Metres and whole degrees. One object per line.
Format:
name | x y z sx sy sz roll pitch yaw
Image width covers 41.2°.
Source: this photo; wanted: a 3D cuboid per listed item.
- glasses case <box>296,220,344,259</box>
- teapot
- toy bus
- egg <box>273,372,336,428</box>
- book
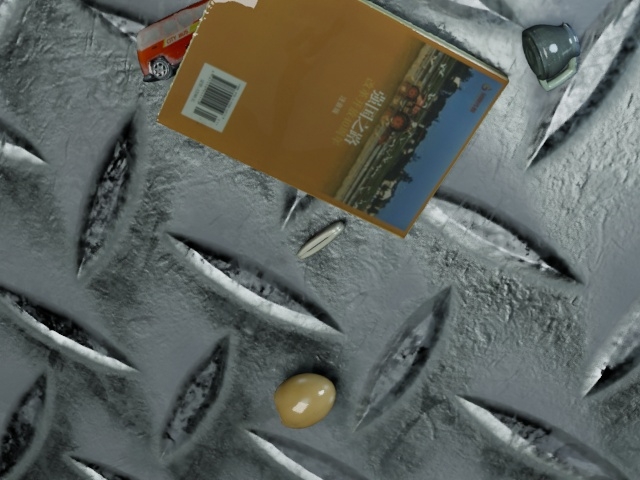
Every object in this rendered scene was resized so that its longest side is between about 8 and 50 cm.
glasses case | 0.000 0.000 1.204 0.083 0.032 0.021 -36 97 25
teapot | 0.281 -0.223 1.027 0.057 0.066 0.088 -22 129 4
toy bus | -0.162 -0.265 1.109 0.174 0.079 0.077 -17 99 21
egg | -0.022 0.241 1.288 0.096 0.080 0.080 -16 108 10
book | 0.012 -0.178 1.077 0.374 0.028 0.262 25 117 -14
